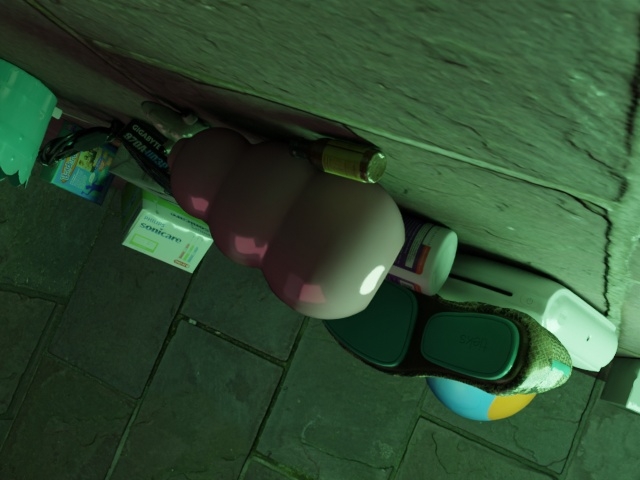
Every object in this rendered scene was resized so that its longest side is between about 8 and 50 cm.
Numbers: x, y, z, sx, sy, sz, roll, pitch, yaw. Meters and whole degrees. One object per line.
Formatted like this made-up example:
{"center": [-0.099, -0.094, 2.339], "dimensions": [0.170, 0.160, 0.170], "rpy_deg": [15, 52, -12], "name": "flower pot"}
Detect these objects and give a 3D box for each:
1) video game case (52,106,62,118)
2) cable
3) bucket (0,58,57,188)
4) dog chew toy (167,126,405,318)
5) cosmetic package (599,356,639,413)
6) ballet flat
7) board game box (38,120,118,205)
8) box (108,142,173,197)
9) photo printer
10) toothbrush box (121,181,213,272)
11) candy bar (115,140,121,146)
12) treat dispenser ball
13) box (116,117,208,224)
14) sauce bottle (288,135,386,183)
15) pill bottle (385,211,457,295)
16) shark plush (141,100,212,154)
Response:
{"center": [-0.735, -0.349, 1.714], "dimensions": [0.285, 0.025, 0.204], "rpy_deg": [21, 175, 20], "name": "video game case"}
{"center": [-0.481, -0.199, 1.570], "dimensions": [0.150, 0.184, 0.047], "rpy_deg": [-127, 14, -77], "name": "cable"}
{"center": [-0.643, -0.235, 1.460], "dimensions": [0.281, 0.183, 0.281], "rpy_deg": [20, 168, 4], "name": "bucket"}
{"center": [-0.056, -0.037, 1.054], "dimensions": [0.331, 0.207, 0.206], "rpy_deg": [30, 175, 3], "name": "dog chew toy"}
{"center": [0.783, 0.363, 1.931], "dimensions": [0.107, 0.127, 0.238], "rpy_deg": [23, 177, 4], "name": "cosmetic package"}
{"center": [0.194, 0.161, 1.280], "dimensions": [0.182, 0.164, 0.482], "rpy_deg": [23, 172, -37], "name": "ballet flat"}
{"center": [-0.610, -0.195, 2.018], "dimensions": [0.047, 0.160, 0.210], "rpy_deg": [21, 174, 23], "name": "board game box"}
{"center": [-0.348, -0.138, 1.870], "dimensions": [0.169, 0.087, 0.290], "rpy_deg": [21, 174, 24], "name": "box"}
{"center": [0.348, 0.120, 1.372], "dimensions": [0.256, 0.107, 0.307], "rpy_deg": [18, 173, 44], "name": "photo printer"}
{"center": [-0.415, -0.068, 2.097], "dimensions": [0.206, 0.122, 0.283], "rpy_deg": [25, -159, -27], "name": "toothbrush box"}
{"center": [-0.446, -0.210, 1.944], "dimensions": [0.040, 0.018, 0.161], "rpy_deg": [24, 177, 32], "name": "candy bar"}
{"center": [0.380, 0.275, 1.837], "dimensions": [0.288, 0.288, 0.288], "rpy_deg": [23, 175, 2], "name": "treat dispenser ball"}
{"center": [-0.266, -0.115, 1.467], "dimensions": [0.220, 0.051, 0.175], "rpy_deg": [39, 170, 15], "name": "box"}
{"center": [0.017, -0.099, 0.915], "dimensions": [0.128, 0.042, 0.042], "rpy_deg": [22, 175, 39], "name": "sauce bottle"}
{"center": [0.106, 0.005, 1.228], "dimensions": [0.193, 0.108, 0.108], "rpy_deg": [21, 175, 23], "name": "pill bottle"}
{"center": [-0.192, -0.173, 1.171], "dimensions": [0.067, 0.073, 0.161], "rpy_deg": [42, -153, 30], "name": "shark plush"}
